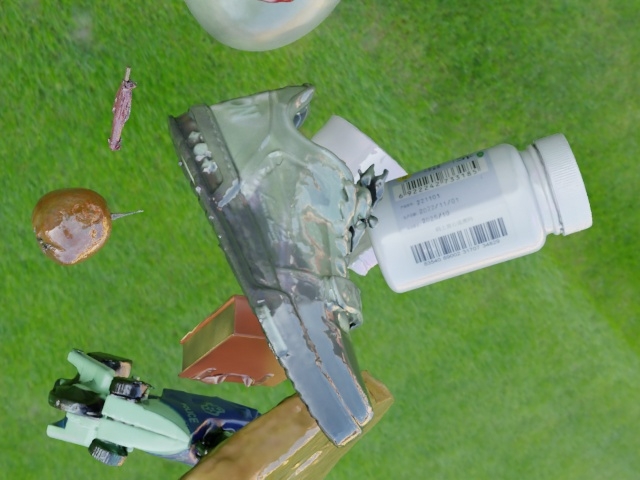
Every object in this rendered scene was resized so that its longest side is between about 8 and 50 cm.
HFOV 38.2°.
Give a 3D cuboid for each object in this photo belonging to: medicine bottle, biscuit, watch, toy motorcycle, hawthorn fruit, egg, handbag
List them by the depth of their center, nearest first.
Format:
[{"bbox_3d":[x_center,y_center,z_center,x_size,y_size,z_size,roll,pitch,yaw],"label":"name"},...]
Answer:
[{"bbox_3d":[0.138,-0.026,0.831,0.187,0.102,0.102,-18,140,10],"label":"medicine bottle"},{"bbox_3d":[-0.098,0.257,0.864,0.365,0.062,0.385,-50,163,19],"label":"biscuit"},{"bbox_3d":[-0.074,0.118,1.044,0.127,0.062,0.190,10,155,-25],"label":"handbag"},{"bbox_3d":[-0.201,0.244,1.228,0.196,0.331,0.125,29,76,-71],"label":"toy motorcycle"},{"bbox_3d":[-0.065,-0.423,1.281,0.259,0.352,0.258,14,150,8],"label":"egg"},{"bbox_3d":[0.048,-0.079,1.516,0.231,0.244,0.196,41,88,-21],"label":"watch"},{"bbox_3d":[-0.454,-0.031,1.735,0.189,0.149,0.149,-16,142,-48],"label":"hawthorn fruit"}]

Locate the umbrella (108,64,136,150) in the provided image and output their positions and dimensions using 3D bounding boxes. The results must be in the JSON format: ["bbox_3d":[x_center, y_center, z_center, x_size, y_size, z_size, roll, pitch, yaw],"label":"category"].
[{"bbox_3d":[-0.297,-0.196,1.385,0.027,0.025,0.165,21,134,-5],"label":"umbrella"}]

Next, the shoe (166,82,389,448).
[{"bbox_3d":[0.000,0.000,0.719,0.149,0.292,0.109,-27,168,-9],"label":"shoe"}]

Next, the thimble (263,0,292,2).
[{"bbox_3d":[-0.043,-0.239,0.510,0.163,0.125,0.189,-5,142,14],"label":"thimble"}]
